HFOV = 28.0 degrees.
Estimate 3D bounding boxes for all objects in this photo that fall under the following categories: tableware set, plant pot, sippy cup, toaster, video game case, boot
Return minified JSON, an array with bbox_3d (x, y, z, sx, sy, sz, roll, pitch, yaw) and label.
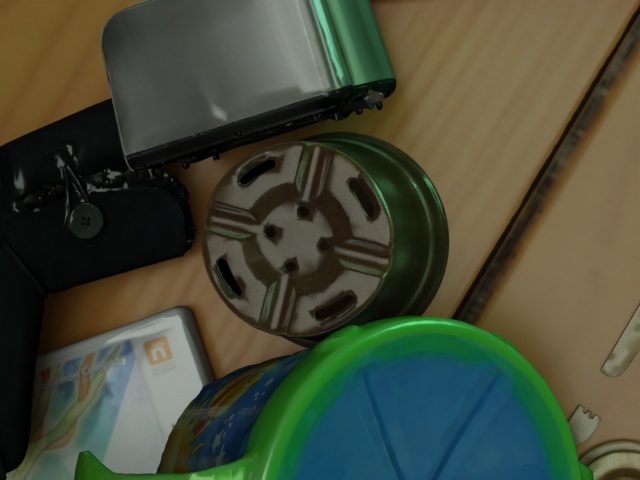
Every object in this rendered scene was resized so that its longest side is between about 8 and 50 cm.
[{"bbox_3d":[0.244,0.140,0.899,0.128,0.039,0.194,31,94,9],"label":"tableware set"},{"bbox_3d":[0.000,0.000,0.882,0.167,0.165,0.167,0,89,9],"label":"plant pot"},{"bbox_3d":[0.008,0.165,0.826,0.305,0.224,0.240,43,66,-21],"label":"sippy cup"},{"bbox_3d":[-0.039,-0.122,0.875,0.186,0.168,0.110,-16,95,17],"label":"toaster"},{"bbox_3d":[-0.205,0.243,0.981,0.329,0.036,0.300,-20,85,10],"label":"video game case"},{"bbox_3d":[-0.183,0.033,0.919,0.207,0.094,0.246,-18,103,-24],"label":"boot"}]
